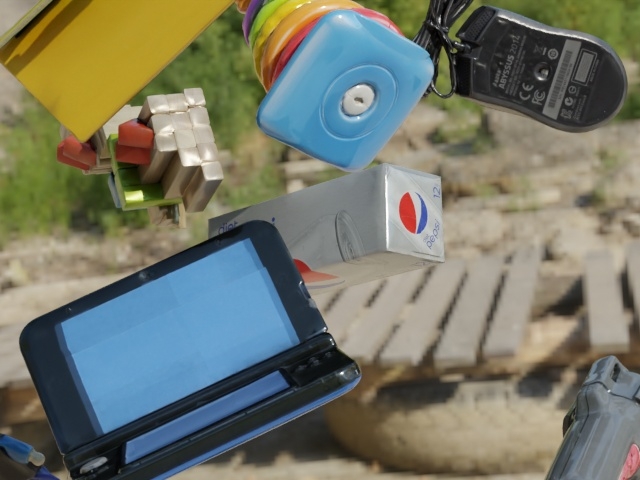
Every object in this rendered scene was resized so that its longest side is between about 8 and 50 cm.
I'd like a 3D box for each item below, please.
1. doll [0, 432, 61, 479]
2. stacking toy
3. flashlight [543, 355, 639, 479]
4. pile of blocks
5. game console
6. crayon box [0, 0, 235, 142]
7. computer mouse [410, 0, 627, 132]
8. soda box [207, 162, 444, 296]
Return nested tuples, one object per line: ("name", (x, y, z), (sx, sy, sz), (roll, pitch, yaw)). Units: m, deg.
("doll", (-0.362, 0.268, 1.755), (0.129, 0.189, 0.046), (-16, 44, 31))
("stacking toy", (-0.025, -0.227, 1.667), (0.175, 0.166, 0.302), (23, 20, -41))
("flashlight", (0.201, 0.196, 1.090), (0.103, 0.103, 0.304), (28, 25, 11))
("pile of blocks", (-0.224, -0.082, 1.669), (0.112, 0.149, 0.362), (-7, 4, -23))
("game console", (-0.136, 0.110, 1.435), (0.293, 0.173, 0.250), (-26, 4, -6))
("crayon box", (-0.085, -0.180, 0.935), (0.202, 0.081, 0.318), (-40, 12, 19))
("computer mouse", (0.235, -0.218, 1.786), (0.272, 0.188, 0.072), (21, 4, -11))
("soda box", (0.000, 0.000, 1.625), (0.091, 0.098, 0.286), (12, -19, -43))
